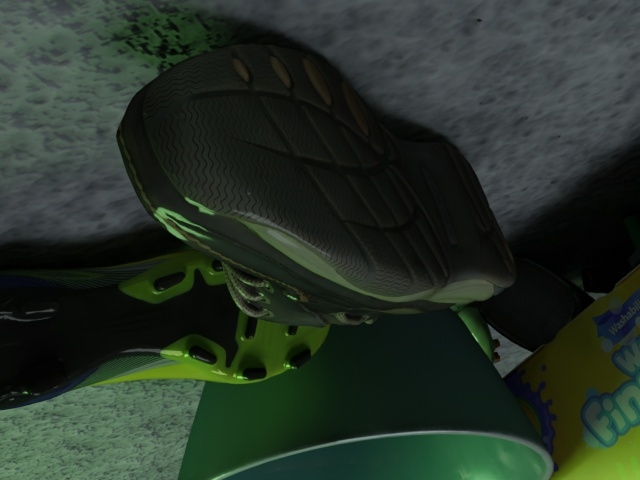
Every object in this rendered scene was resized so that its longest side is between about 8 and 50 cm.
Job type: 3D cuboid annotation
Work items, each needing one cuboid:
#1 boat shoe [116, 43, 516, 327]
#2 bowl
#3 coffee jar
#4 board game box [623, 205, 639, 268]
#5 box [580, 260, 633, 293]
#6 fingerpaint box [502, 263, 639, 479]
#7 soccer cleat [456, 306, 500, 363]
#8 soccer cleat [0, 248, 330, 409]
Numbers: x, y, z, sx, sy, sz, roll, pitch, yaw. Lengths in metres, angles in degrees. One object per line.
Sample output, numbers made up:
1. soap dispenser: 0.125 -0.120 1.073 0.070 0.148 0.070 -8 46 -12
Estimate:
1. boat shoe: 0.000 0.000 0.574 0.130 0.132 0.355 -28 157 23
2. bowl: 0.025 0.146 0.851 0.312 0.163 0.311 -5 149 -3
3. coffee jar: 0.230 0.075 1.006 0.079 0.096 0.184 -57 152 4
4. board game box: 0.479 -0.120 0.832 0.390 0.050 0.390 -17 159 -9
5. box: 0.376 0.034 1.069 0.162 0.029 0.116 -11 169 37
6. fingerpaint box: 0.380 0.107 0.904 0.371 0.163 0.445 -6 147 -40
7. soccer cleat: 0.144 0.126 1.100 0.076 0.068 0.196 -14 161 -9
8. soccer cleat: -0.127 0.050 0.659 0.289 0.093 0.121 -4 -172 -33
